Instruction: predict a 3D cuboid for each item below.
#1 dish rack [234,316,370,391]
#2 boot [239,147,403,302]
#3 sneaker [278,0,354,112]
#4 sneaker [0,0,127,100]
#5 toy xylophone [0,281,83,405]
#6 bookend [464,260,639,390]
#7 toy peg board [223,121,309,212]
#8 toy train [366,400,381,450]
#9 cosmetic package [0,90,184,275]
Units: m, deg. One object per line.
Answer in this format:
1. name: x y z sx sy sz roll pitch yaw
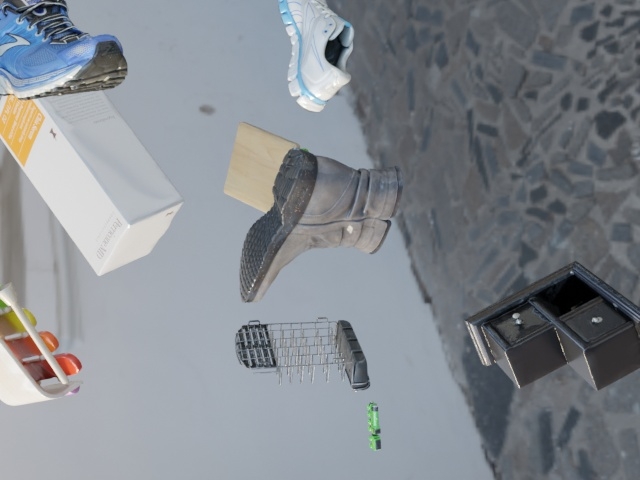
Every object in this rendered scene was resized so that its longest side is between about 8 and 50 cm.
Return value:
1. dish rack: -0.043 0.237 1.850 0.208 0.272 0.074 -116 27 -66
2. boot: 0.000 0.000 1.554 0.338 0.223 0.118 -59 31 36
3. sneaker: 0.004 -0.250 1.039 0.083 0.071 0.190 -27 64 40
4. sneaker: -0.389 -0.273 1.214 0.330 0.130 0.147 11 111 42
5. toy xylophone: -0.509 0.152 1.437 0.236 0.081 0.322 -7 120 33
6. bookend: 0.273 0.114 1.004 0.072 0.157 0.156 64 177 -25
7. toy peg board: -0.107 -0.152 1.867 0.161 0.079 0.160 26 110 32
8. toy train: 0.091 0.312 1.474 0.024 0.017 0.083 -172 77 -65
9. cosmetic package: -0.530 -0.177 1.975 0.453 0.162 0.230 52 136 10
